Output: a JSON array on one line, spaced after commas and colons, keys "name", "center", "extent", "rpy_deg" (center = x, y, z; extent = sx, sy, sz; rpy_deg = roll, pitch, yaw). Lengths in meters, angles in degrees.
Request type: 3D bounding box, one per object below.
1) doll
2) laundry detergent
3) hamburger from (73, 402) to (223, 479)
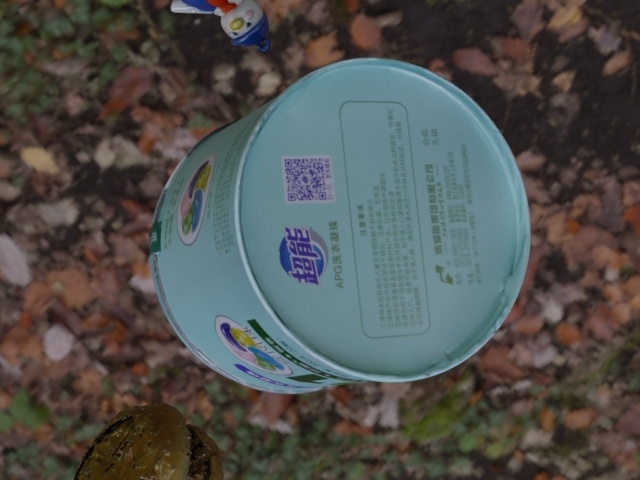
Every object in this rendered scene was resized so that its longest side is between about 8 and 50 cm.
[{"name": "doll", "center": [-0.096, -0.237, 1.325], "extent": [0.099, 0.057, 0.143], "rpy_deg": [-31, 116, 20]}, {"name": "laundry detergent", "center": [0.000, 0.000, 1.312], "extent": [0.287, 0.287, 0.305], "rpy_deg": [52, 156, -9]}, {"name": "hamburger", "center": [-0.202, 0.267, 1.511], "extent": [0.185, 0.177, 0.113], "rpy_deg": [-7, 154, 35]}]
